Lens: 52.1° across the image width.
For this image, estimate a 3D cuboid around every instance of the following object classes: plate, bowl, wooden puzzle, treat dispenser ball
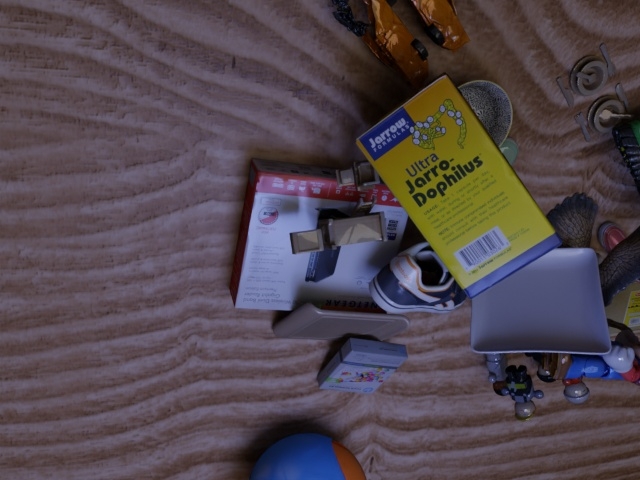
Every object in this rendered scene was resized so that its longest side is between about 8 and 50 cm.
[{"bbox_3d":[0.469,0.135,1.433,0.278,0.277,0.045,-2,139,14],"label":"plate"},{"bbox_3d":[0.297,-0.252,1.342,0.170,0.080,0.170,-7,116,-15],"label":"bowl"},{"bbox_3d":[0.042,0.180,1.424,0.238,0.044,0.221,11,155,-22],"label":"wooden puzzle"},{"bbox_3d":[-0.030,0.598,1.528,0.288,0.288,0.288,-7,116,-14],"label":"treat dispenser ball"}]

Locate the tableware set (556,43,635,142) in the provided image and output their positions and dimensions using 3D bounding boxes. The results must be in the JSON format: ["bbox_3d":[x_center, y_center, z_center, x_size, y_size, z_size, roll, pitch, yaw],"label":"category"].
[{"bbox_3d":[0.613,-0.314,1.432,0.128,0.039,0.194,-38,119,3],"label":"tableware set"}]

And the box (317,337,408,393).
[{"bbox_3d":[0.095,0.294,1.522,0.145,0.038,0.186,11,139,-22],"label":"box"}]

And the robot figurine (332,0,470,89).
[{"bbox_3d":[0.140,-0.433,1.205,0.211,0.085,0.291,-42,120,5],"label":"robot figurine"}]

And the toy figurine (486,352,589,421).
[{"bbox_3d":[0.527,0.332,1.616,0.209,0.213,0.148,-20,105,-8],"label":"toy figurine"}]

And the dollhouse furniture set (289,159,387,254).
[{"bbox_3d":[0.019,-0.065,1.264,0.181,0.101,0.161,-8,92,-13],"label":"dollhouse furniture set"}]

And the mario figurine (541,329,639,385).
[{"bbox_3d":[0.660,0.237,1.439,0.320,0.198,0.170,3,130,0],"label":"mario figurine"}]

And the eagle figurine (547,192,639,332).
[{"bbox_3d":[0.638,0.065,1.544,0.226,0.225,0.298,-1,127,-1],"label":"eagle figurine"}]

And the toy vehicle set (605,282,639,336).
[{"bbox_3d":[0.832,0.167,1.732,0.266,0.035,0.166,-5,116,-15],"label":"toy vehicle set"}]

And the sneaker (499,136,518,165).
[{"bbox_3d":[0.348,-0.103,1.388,0.256,0.151,0.094,-46,117,6],"label":"sneaker"}]

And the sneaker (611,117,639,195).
[{"bbox_3d":[0.793,-0.133,1.469,0.146,0.134,0.343,-27,115,20],"label":"sneaker"}]

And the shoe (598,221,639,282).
[{"bbox_3d":[0.754,0.031,1.616,0.063,0.081,0.178,-39,119,3],"label":"shoe"}]

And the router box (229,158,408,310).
[{"bbox_3d":[0.000,0.000,1.370,0.335,0.082,0.301,4,113,-19],"label":"router box"}]

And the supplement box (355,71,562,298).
[{"bbox_3d":[0.252,-0.108,1.211,0.195,0.194,0.356,-35,97,17],"label":"supplement box"}]

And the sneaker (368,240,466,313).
[{"bbox_3d":[0.247,0.079,1.392,0.321,0.126,0.127,-3,142,-50],"label":"sneaker"}]
